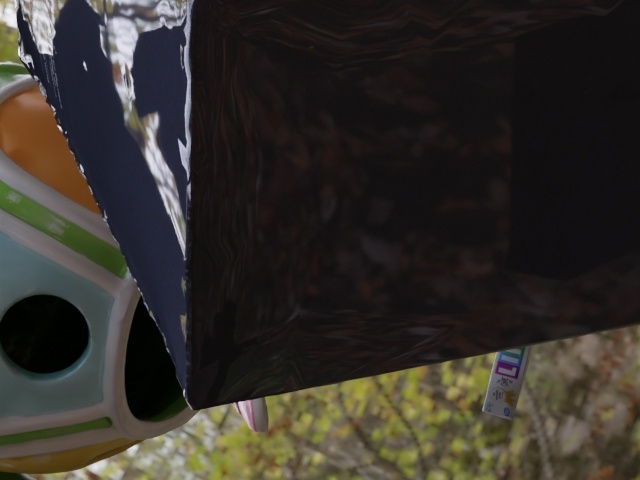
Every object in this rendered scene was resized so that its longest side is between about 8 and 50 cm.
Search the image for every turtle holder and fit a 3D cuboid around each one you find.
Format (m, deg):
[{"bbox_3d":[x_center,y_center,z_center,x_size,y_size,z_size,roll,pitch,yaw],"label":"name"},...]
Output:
[{"bbox_3d":[-0.188,0.056,0.983,0.243,0.227,0.320,31,-101,-61],"label":"turtle holder"}]

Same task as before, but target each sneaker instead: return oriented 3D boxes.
[{"bbox_3d":[-0.093,0.135,1.493,0.070,0.134,0.051,-16,-38,-3],"label":"sneaker"}]

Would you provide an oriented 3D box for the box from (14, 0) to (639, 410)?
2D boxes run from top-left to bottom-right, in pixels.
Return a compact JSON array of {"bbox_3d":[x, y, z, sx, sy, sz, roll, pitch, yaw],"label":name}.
[{"bbox_3d":[0.057,-0.112,0.705,0.343,0.312,0.179,-10,-54,-20],"label":"box"}]

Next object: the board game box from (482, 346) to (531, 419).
[{"bbox_3d":[0.167,0.055,1.263,0.103,0.026,0.154,-62,-16,-53],"label":"board game box"}]
